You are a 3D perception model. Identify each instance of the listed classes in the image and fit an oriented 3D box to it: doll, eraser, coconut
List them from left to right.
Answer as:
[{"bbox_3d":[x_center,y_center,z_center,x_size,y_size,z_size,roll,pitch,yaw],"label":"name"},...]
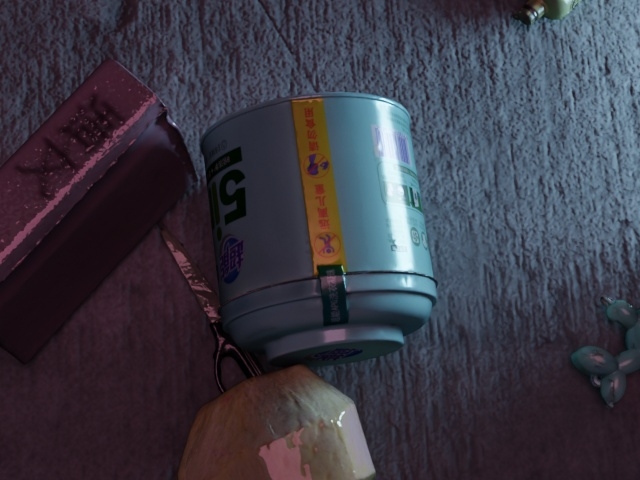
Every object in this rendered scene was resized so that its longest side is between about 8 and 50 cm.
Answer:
[{"bbox_3d":[-0.334,-0.031,1.583,0.122,0.272,0.359,40,79,13],"label":"eraser"},{"bbox_3d":[-0.050,0.293,1.535,0.259,0.259,0.259,1,75,-3],"label":"coconut"},{"bbox_3d":[0.427,0.155,1.682,0.159,0.059,0.159,3,76,-4],"label":"doll"}]

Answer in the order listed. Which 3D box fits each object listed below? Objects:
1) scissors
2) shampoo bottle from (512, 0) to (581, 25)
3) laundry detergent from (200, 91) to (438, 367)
[{"bbox_3d":[-0.147,0.098,1.689,0.109,0.022,0.300,-32,78,-14],"label":"scissors"},{"bbox_3d":[0.356,-0.379,1.809,0.162,0.079,0.079,-43,81,-13],"label":"shampoo bottle"},{"bbox_3d":[0.000,0.000,1.584,0.287,0.287,0.305,-6,75,-4],"label":"laundry detergent"}]
